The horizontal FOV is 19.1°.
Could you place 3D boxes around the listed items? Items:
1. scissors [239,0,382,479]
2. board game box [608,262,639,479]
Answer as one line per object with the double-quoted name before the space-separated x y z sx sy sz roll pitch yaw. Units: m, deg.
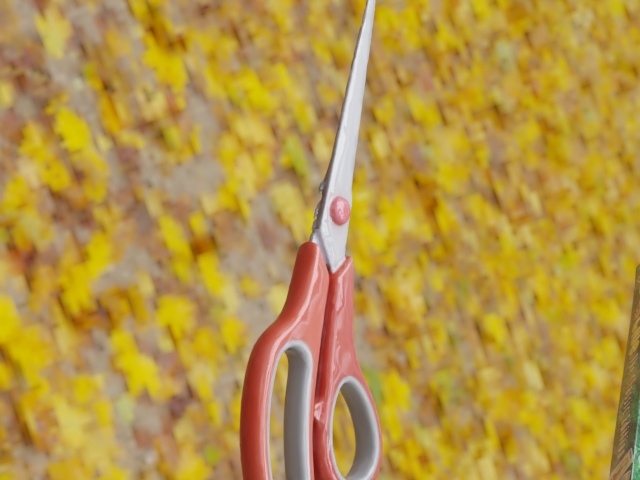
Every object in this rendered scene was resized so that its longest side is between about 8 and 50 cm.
"scissors" 0.000 0.000 0.999 0.109 0.021 0.297 7 83 -50
"board game box" 0.233 0.108 1.088 0.136 0.030 0.260 30 32 -5
